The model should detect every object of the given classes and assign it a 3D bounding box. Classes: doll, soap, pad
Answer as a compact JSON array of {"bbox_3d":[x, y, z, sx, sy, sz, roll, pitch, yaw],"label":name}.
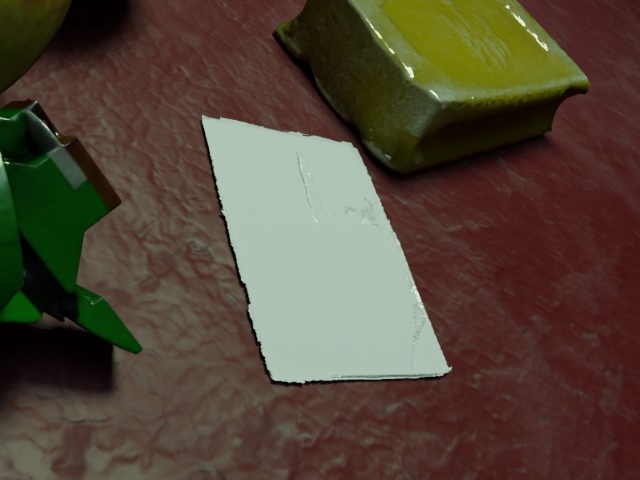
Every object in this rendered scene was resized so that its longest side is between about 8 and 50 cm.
[{"bbox_3d":[-0.181,0.008,0.330,0.186,0.134,0.106,-13,18,-37],"label":"doll"},{"bbox_3d":[0.129,-0.185,0.754,0.315,0.091,0.199,-17,63,-45],"label":"soap"},{"bbox_3d":[0.000,0.000,0.548,0.156,0.004,0.232,5,51,-33],"label":"pad"}]

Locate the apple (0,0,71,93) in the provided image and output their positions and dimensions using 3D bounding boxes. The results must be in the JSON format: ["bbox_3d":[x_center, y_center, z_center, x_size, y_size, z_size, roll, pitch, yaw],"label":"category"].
[{"bbox_3d":[-0.252,-0.161,0.354,0.246,0.246,0.226,33,44,-7],"label":"apple"}]
